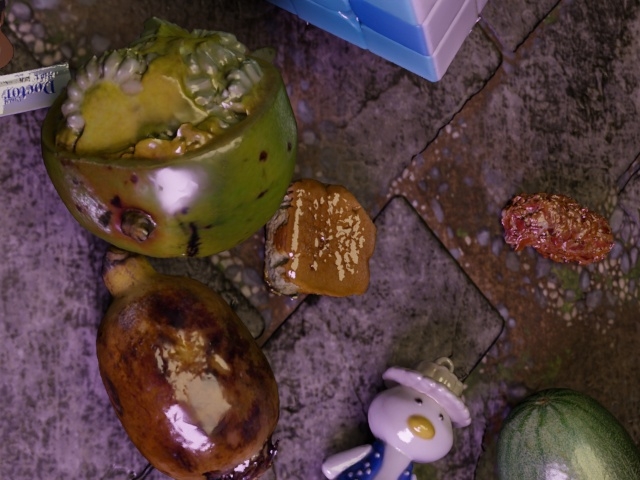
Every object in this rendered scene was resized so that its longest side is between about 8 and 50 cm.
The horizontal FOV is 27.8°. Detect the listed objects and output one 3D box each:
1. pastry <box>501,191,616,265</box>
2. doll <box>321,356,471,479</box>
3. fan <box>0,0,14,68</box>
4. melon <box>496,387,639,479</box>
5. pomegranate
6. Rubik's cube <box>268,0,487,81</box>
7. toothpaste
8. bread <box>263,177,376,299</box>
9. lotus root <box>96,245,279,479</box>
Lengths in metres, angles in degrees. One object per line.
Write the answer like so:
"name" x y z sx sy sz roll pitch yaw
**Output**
"pastry" 0.320 -0.017 1.704 0.169 0.063 0.087 12 82 -29
"doll" 0.082 0.258 1.511 0.138 0.119 0.293 33 68 1
"fan" -0.428 -0.247 1.319 0.227 0.008 0.152 1 76 -26
"melon" 0.325 0.320 1.607 0.182 0.182 0.287 -29 98 -29
"pomegranate" -0.140 -0.117 1.355 0.260 0.260 0.340 54 37 -14
"Rubik's cube" 0.063 -0.387 1.374 0.292 0.290 0.291 30 85 13
"toothpaste" -0.341 -0.151 1.356 0.164 0.034 0.046 -17 97 -30
"bread" 0.000 0.000 1.516 0.128 0.069 0.140 5 84 -30
"lotus root" -0.144 0.143 1.377 0.169 0.141 0.314 -36 99 -32
